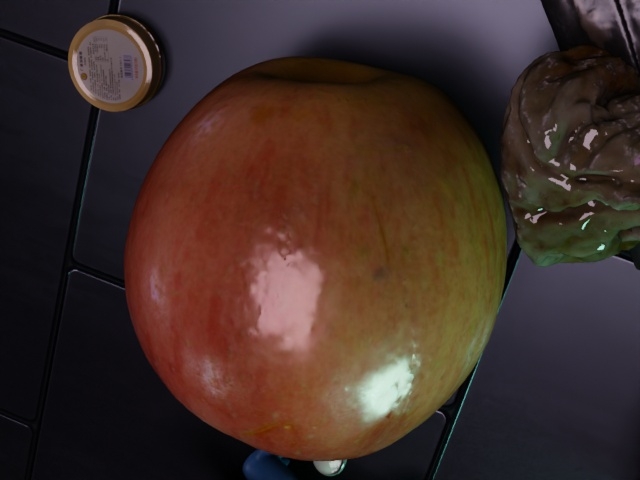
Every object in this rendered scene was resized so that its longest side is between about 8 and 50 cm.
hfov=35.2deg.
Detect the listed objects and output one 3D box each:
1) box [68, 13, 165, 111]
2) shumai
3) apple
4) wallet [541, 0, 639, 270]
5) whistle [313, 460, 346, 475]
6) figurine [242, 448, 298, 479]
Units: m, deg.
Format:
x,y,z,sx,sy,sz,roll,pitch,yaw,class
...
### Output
x,y,z,sx,sy,sz,roll,pitch,yaw,class
-0.224,-0.194,1.109,0.105,0.037,0.106,5,110,14,box
0.256,-0.043,0.874,0.183,0.185,0.218,-9,122,-13,shumai
0.000,0.000,0.936,0.363,0.364,0.364,6,111,15,apple
0.338,-0.126,0.961,0.170,0.044,0.321,-18,104,20,wallet
0.064,0.165,1.137,0.235,0.077,0.114,-39,63,19,whistle
-0.040,0.388,1.171,0.416,0.243,0.298,29,107,-1,figurine
